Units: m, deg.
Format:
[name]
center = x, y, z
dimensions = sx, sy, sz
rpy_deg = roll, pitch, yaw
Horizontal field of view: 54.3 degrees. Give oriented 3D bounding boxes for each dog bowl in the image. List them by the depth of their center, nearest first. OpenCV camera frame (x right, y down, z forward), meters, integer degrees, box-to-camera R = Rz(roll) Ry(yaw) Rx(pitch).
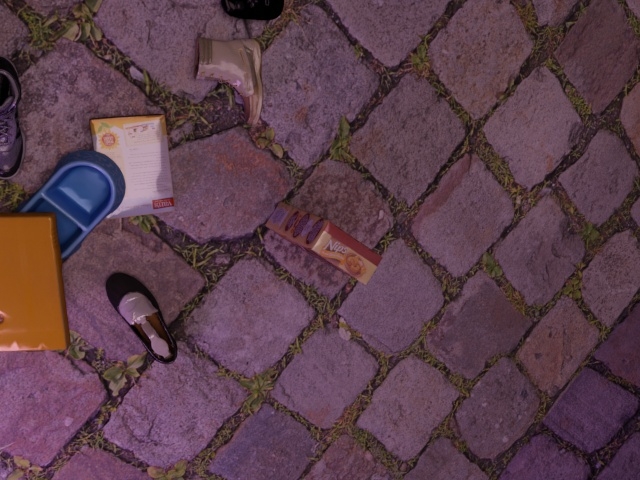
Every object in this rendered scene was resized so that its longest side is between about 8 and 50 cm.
[dog bowl]
center = -0.580, -0.071, 1.425
dimensions = 0.297, 0.074, 0.166
rpy_deg = -46, 110, 3

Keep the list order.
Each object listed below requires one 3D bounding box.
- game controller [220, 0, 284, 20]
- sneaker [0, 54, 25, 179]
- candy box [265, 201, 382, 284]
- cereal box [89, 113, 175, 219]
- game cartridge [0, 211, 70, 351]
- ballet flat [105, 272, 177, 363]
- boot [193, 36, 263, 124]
[game controller]
center = -0.164, -0.698, 1.497
dimensions = 0.167, 0.067, 0.318
rpy_deg = -6, 106, -24
[sneaker]
center = -0.682, -0.255, 1.315
dimensions = 0.101, 0.153, 0.268
rpy_deg = -4, 104, -24
[candy box]
center = 0.000, 0.000, 1.607
dimensions = 0.183, 0.316, 0.087
rpy_deg = 33, 87, -28
[cereal box]
center = -0.451, -0.178, 1.502
dimensions = 0.173, 0.047, 0.240
rpy_deg = -8, 107, -21
[game cartridge]
center = -0.721, 0.096, 1.389
dimensions = 0.286, 0.052, 0.323
rpy_deg = 0, 107, -7
[ballet flat]
center = -0.439, 0.202, 1.576
dimensions = 0.095, 0.096, 0.280
rpy_deg = -35, 115, -13
[boot]
center = -0.228, -0.392, 1.538
dimensions = 0.165, 0.077, 0.213
rpy_deg = -6, 100, -25
